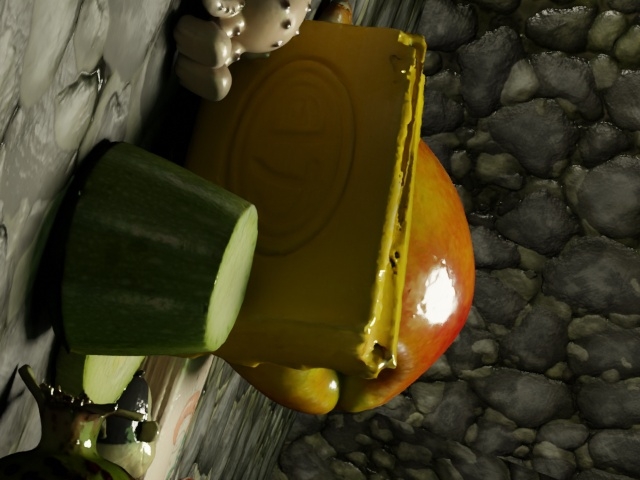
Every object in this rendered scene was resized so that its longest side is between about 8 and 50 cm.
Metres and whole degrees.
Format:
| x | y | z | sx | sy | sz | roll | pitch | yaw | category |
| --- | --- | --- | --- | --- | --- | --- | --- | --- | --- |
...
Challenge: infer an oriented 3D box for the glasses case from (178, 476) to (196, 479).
| x | y | z | sx | sy | sz | roll | pitch | yaw | category |
| --- | --- | --- | --- | --- | --- | --- | --- | --- | --- |
| -0.159 | 0.310 | 1.717 | 0.194 | 0.049 | 0.073 | -50 | 160 | -66 | glasses case |

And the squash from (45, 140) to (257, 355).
| x | y | z | sx | sy | sz | roll | pitch | yaw | category |
| --- | --- | --- | --- | --- | --- | --- | --- | --- | --- |
| -0.123 | 0.017 | 1.287 | 0.170 | 0.123 | 0.170 | 14 | 90 | -80 | squash |

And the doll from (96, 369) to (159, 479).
| x | y | z | sx | sy | sz | roll | pitch | yaw | category |
| --- | --- | --- | --- | --- | --- | --- | --- | --- | --- |
| -0.196 | 0.200 | 1.530 | 0.089 | 0.102 | 0.179 | 30 | 77 | -45 | doll |

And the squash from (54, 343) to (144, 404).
| x | y | z | sx | sy | sz | roll | pitch | yaw | category |
| --- | --- | --- | --- | --- | --- | --- | --- | --- | --- |
| -0.168 | 0.045 | 1.447 | 0.219 | 0.041 | 0.219 | 19 | 90 | -85 | squash |

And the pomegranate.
| x | y | z | sx | sy | sz | roll | pitch | yaw | category |
| --- | --- | --- | --- | --- | --- | --- | --- | --- | --- |
| -0.191 | 0.197 | 1.261 | 0.148 | 0.148 | 0.169 | 96 | 16 | -69 | pomegranate |

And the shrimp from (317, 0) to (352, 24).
| x | y | z | sx | sy | sz | roll | pitch | yaw | category |
| --- | --- | --- | --- | --- | --- | --- | --- | --- | --- |
| -0.014 | -0.167 | 2.178 | 0.222 | 0.054 | 0.290 | 102 | 6 | -60 | shrimp |

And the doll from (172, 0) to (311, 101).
| x | y | z | sx | sy | sz | roll | pitch | yaw | category |
| --- | --- | --- | --- | --- | --- | --- | --- | --- | --- |
| -0.036 | -0.242 | 1.442 | 0.278 | 0.119 | 0.154 | -54 | 164 | -38 | doll |

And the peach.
| x | y | z | sx | sy | sz | roll | pitch | yaw | category |
| --- | --- | --- | --- | --- | --- | --- | --- | --- | --- |
| 0.000 | 0.000 | 1.676 | 0.308 | 0.308 | 0.332 | 102 | -28 | -56 | peach |

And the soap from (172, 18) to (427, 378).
| x | y | z | sx | sy | sz | roll | pitch | yaw | category |
| --- | --- | --- | --- | --- | --- | --- | --- | --- | --- |
| -0.019 | -0.047 | 1.467 | 0.096 | 0.204 | 0.324 | 85 | 12 | -58 | soap |

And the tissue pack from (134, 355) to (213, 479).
| x | y | z | sx | sy | sz | roll | pitch | yaw | category |
| --- | --- | --- | --- | --- | --- | --- | --- | --- | --- |
| -0.188 | 0.225 | 1.750 | 0.170 | 0.071 | 0.325 | -42 | 152 | -81 | tissue pack |
